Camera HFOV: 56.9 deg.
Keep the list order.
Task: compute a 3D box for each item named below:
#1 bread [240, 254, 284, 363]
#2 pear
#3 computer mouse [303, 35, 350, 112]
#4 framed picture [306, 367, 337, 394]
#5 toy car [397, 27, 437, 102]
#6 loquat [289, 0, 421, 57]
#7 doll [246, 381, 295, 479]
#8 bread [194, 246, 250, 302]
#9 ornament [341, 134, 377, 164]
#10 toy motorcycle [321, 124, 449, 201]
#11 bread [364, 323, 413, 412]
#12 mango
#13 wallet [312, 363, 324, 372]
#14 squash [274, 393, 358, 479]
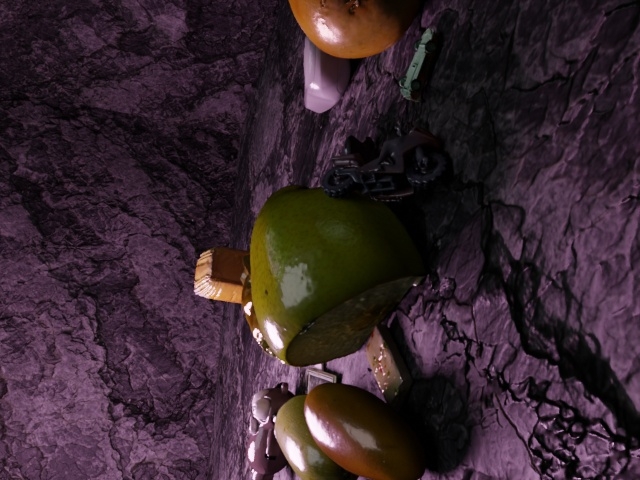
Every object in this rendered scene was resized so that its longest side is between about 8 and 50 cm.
[{"bbox_3d":[-0.073,0.128,1.326,0.252,0.196,0.238,-145,62,-63],"label":"bread"},{"bbox_3d":[-0.013,0.032,1.046,0.317,0.239,0.342,68,151,27],"label":"pear"},{"bbox_3d":[0.015,-0.434,1.509,0.297,0.121,0.184,96,171,-88],"label":"computer mouse"},{"bbox_3d":[-0.003,0.355,1.282,0.183,0.011,0.141,162,113,-71],"label":"framed picture"},{"bbox_3d":[0.172,-0.301,1.014,0.059,0.035,0.121,-120,50,-67],"label":"toy car"},{"bbox_3d":[0.062,-0.474,1.094,0.263,0.263,0.262,-171,90,-75],"label":"loquat"},{"bbox_3d":[-0.120,0.474,1.467,0.182,0.118,0.257,-130,49,-77],"label":"doll"},{"bbox_3d":[-0.223,0.112,1.749,0.119,0.289,0.152,-36,47,56],"label":"bread"},{"bbox_3d":[0.050,-0.080,1.240,0.236,0.080,0.202,116,154,-48],"label":"ornament"},{"bbox_3d":[0.105,-0.122,0.943,0.084,0.213,0.118,54,-138,-45],"label":"toy motorcycle"},{"bbox_3d":[0.109,0.205,0.961,0.153,0.028,0.068,-111,35,-59],"label":"bread"},{"bbox_3d":[0.068,0.291,0.882,0.253,0.113,0.138,10,130,57],"label":"mango"},{"bbox_3d":[-0.007,0.303,1.352,0.083,0.011,0.044,122,153,-53],"label":"wallet"},{"bbox_3d":[0.000,0.369,1.061,0.247,0.133,0.132,178,101,-75],"label":"squash"}]
